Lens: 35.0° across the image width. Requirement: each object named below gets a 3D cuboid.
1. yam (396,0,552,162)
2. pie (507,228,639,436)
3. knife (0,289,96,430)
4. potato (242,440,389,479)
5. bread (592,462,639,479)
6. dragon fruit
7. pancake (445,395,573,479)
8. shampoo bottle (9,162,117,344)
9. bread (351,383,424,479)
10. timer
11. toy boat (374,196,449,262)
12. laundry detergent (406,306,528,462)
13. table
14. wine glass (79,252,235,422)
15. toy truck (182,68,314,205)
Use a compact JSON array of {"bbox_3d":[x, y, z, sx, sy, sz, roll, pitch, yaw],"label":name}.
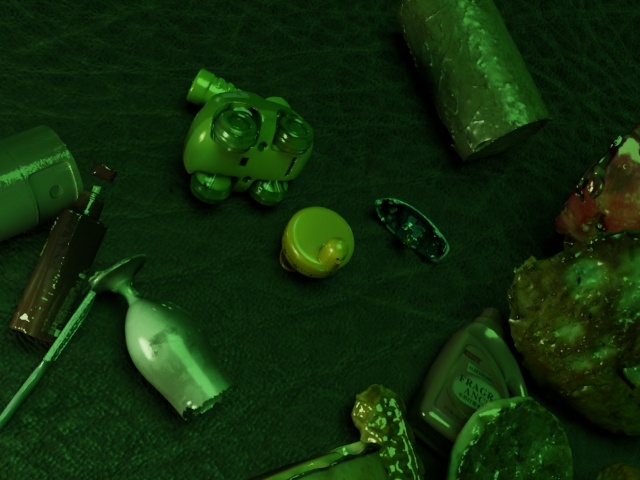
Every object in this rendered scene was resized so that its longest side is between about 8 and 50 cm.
[{"bbox_3d":[0.254,-0.283,1.694,0.168,0.168,0.304,-11,69,-27],"label":"yam"},{"bbox_3d":[0.436,0.133,1.485,0.354,0.288,0.103,49,18,-12],"label":"pie"},{"bbox_3d":[-0.342,0.151,1.264,0.015,0.028,0.210,29,71,13],"label":"knife"},{"bbox_3d":[-0.020,0.374,1.205,0.285,0.242,0.242,-8,66,-42],"label":"potato"},{"bbox_3d":[0.400,0.440,1.320,0.194,0.179,0.340,39,71,5],"label":"bread"},{"bbox_3d":[0.543,-0.032,1.594,0.263,0.296,0.314,42,55,14],"label":"dragon fruit"},{"bbox_3d":[0.257,0.334,1.385,0.254,0.037,0.253,0,90,-34],"label":"pancake"},{"bbox_3d":[-0.322,0.013,1.297,0.067,0.068,0.236,28,79,-41],"label":"shampoo bottle"},{"bbox_3d":[0.119,0.366,1.343,0.084,0.077,0.367,-7,66,-24],"label":"bread"},{"bbox_3d":[0.000,0.000,1.466,0.107,0.109,0.107,10,60,-18],"label":"timer"},{"bbox_3d":[0.139,-0.020,1.565,0.137,0.060,0.061,44,35,0],"label":"toy boat"},{"bbox_3d":[0.238,0.219,1.475,0.171,0.076,0.237,40,54,-4],"label":"laundry detergent"},{"bbox_3d":[-0.433,-0.056,1.304,0.220,0.126,0.126,-29,77,-32],"label":"table"},{"bbox_3d":[-0.207,0.126,1.317,0.103,0.103,0.222,-32,78,-33],"label":"wine glass"},{"bbox_3d":[-0.107,-0.158,1.496,0.187,0.148,0.210,15,38,-18],"label":"toy truck"}]
